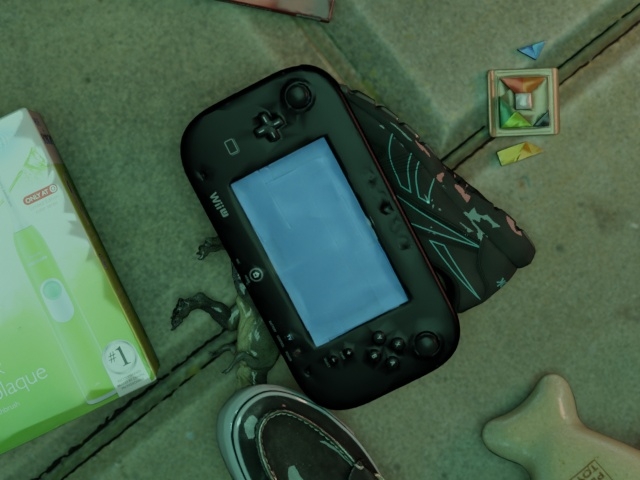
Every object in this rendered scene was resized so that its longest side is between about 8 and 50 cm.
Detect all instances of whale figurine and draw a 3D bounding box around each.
[{"bbox_3d":[0.280,0.263,1.673,0.216,0.141,0.272,-41,70,-1],"label":"whale figurine"}]

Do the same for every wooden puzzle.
[{"bbox_3d":[0.202,-0.136,1.692,0.078,0.014,0.116,-9,93,-3],"label":"wooden puzzle"}]

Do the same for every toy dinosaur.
[{"bbox_3d":[-0.074,0.054,1.663,0.118,0.064,0.268,18,90,-13],"label":"toy dinosaur"}]

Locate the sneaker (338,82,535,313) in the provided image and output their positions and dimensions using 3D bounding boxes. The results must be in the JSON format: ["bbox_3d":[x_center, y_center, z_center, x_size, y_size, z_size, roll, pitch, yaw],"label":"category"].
[{"bbox_3d":[0.084,-0.042,1.647,0.267,0.101,0.106,43,92,-4],"label":"sneaker"}]

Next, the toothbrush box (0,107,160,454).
[{"bbox_3d":[-0.304,0.045,1.617,0.206,0.122,0.283,-25,92,-2],"label":"toothbrush box"}]

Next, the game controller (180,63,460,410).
[{"bbox_3d":[0.000,0.000,1.605,0.166,0.067,0.319,-28,97,-1],"label":"game controller"}]

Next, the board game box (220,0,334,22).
[{"bbox_3d":[-0.034,-0.364,1.662,0.145,0.027,0.281,11,92,-5],"label":"board game box"}]

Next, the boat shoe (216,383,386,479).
[{"bbox_3d":[0.038,0.268,1.627,0.121,0.119,0.335,-45,104,-14],"label":"boat shoe"}]
